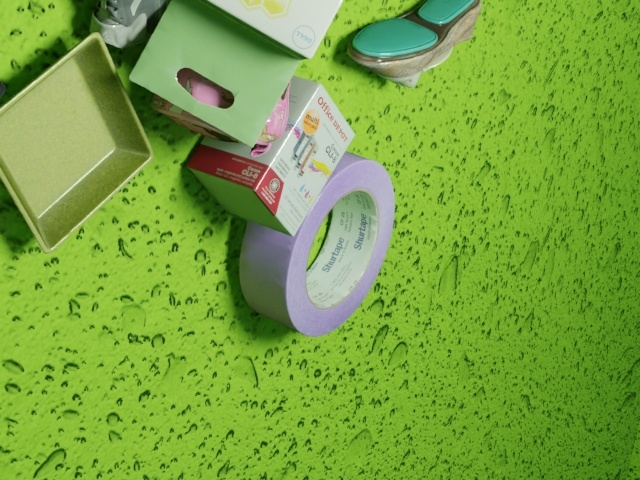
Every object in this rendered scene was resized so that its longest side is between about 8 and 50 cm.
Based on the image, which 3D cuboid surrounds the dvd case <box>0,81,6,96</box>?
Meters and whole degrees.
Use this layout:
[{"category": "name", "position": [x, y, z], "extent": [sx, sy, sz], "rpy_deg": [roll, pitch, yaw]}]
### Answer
[{"category": "dvd case", "position": [-0.417, -0.076, 1.001], "extent": [0.238, 0.179, 0.029], "rpy_deg": [-57, 149, -17]}]

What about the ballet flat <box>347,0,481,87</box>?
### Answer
[{"category": "ballet flat", "position": [0.151, -0.298, 1.720], "extent": [0.316, 0.107, 0.106], "rpy_deg": [-34, 144, -39]}]

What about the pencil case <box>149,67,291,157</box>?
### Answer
[{"category": "pencil case", "position": [-0.079, -0.303, 1.352], "extent": [0.160, 0.167, 0.386], "rpy_deg": [13, 96, -58]}]

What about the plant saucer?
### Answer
[{"category": "plant saucer", "position": [-0.295, -0.113, 1.261], "extent": [0.188, 0.045, 0.188], "rpy_deg": [-48, 139, -29]}]

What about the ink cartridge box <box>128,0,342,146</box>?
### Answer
[{"category": "ink cartridge box", "position": [-0.086, -0.246, 1.253], "extent": [0.171, 0.056, 0.235], "rpy_deg": [28, 89, -15]}]

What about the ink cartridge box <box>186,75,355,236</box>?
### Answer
[{"category": "ink cartridge box", "position": [-0.064, -0.122, 1.491], "extent": [0.176, 0.127, 0.128], "rpy_deg": [-60, 145, -15]}]

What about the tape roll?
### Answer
[{"category": "tape roll", "position": [0.000, 0.000, 1.645], "extent": [0.275, 0.090, 0.275], "rpy_deg": [-36, 137, -43]}]

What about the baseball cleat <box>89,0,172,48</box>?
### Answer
[{"category": "baseball cleat", "position": [-0.223, -0.275, 1.222], "extent": [0.109, 0.072, 0.206], "rpy_deg": [-47, 153, -2]}]
